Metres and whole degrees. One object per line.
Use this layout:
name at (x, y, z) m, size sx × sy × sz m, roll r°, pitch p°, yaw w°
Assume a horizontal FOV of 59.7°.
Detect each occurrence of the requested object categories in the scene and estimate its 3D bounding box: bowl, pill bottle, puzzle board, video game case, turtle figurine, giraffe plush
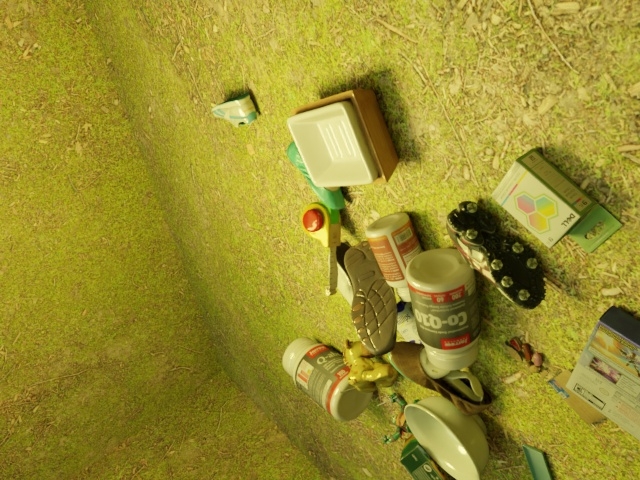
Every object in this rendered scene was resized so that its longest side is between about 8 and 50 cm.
bowl at (0.402, 0.574, 1.682) m, size 0.298 × 0.134 × 0.298 m, roll 43°, pitch 155°, yaw 25°
pill bottle at (0.311, 0.175, 1.383) m, size 0.161 × 0.161 × 0.283 m, roll 24°, pitch 139°, yaw 48°
puzzle board at (0.592, 0.357, 1.277) m, size 0.128 × 0.011 × 0.096 m, roll 49°, pitch 153°, yaw 18°
video game case at (0.635, 0.288, 1.071) m, size 0.269 × 0.061 × 0.244 m, roll 38°, pitch 149°, yaw 33°
pill bottle at (0.210, 0.045, 1.460) m, size 0.121 × 0.121 × 0.216 m, roll 2°, pitch 121°, yaw 59°
turtle figurine at (0.287, 0.632, 1.982) m, size 0.234 × 0.118 × 0.175 m, roll 136°, pitch 141°, yaw -61°
giraffe plush at (0.152, 0.429, 1.954) m, size 0.181 × 0.210 × 0.170 m, roll 98°, pitch 162°, yaw -57°
pill bottle at (0.019, 0.536, 2.213) m, size 0.363 × 0.210 × 0.210 m, roll 25°, pitch 139°, yaw 46°

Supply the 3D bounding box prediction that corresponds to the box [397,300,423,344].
box at (0.272, 0.229, 1.609) m, size 0.137 × 0.072 × 0.126 m, roll 53°, pitch 153°, yaw 9°

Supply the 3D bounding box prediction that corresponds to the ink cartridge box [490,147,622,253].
ink cartridge box at (0.431, -0.060, 1.038) m, size 0.209 × 0.062 × 0.109 m, roll 47°, pitch 151°, yaw 18°

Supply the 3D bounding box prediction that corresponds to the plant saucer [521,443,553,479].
plant saucer at (0.613, 0.646, 1.546) m, size 0.067 × 0.018 × 0.192 m, roll 7°, pitch 124°, yaw 57°

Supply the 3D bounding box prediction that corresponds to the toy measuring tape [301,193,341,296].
toy measuring tape at (0.000, 0.000, 1.702) m, size 0.121 × 0.121 × 0.330 m, roll 10°, pitch 102°, yaw 56°

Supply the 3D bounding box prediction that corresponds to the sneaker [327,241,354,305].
sneaker at (0.112, 0.149, 1.772) m, size 0.290 × 0.106 × 0.123 m, roll 63°, pitch 158°, yaw 13°

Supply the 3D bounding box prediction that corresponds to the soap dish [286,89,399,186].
soap dish at (0.056, -0.253, 1.401) m, size 0.291 × 0.118 × 0.229 m, roll 5°, pitch 123°, yaw 58°

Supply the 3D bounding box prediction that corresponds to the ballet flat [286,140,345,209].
ballet flat at (-0.005, -0.199, 1.610) m, size 0.247 × 0.083 × 0.087 m, roll 51°, pitch 139°, yaw 9°

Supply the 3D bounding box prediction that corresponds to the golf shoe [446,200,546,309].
golf shoe at (0.379, 0.036, 1.217) m, size 0.273 × 0.105 × 0.120 m, roll 54°, pitch 170°, yaw 19°

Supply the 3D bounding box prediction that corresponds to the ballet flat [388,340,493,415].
ballet flat at (0.344, 0.368, 1.520) m, size 0.342 × 0.116 × 0.124 m, roll 39°, pitch 141°, yaw -16°

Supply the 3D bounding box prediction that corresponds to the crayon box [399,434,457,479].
crayon box at (0.373, 0.765, 1.896) m, size 0.203 × 0.083 × 0.323 m, roll 51°, pitch -176°, yaw 13°

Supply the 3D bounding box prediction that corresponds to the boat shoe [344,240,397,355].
boat shoe at (0.162, 0.163, 1.562) m, size 0.130 × 0.132 × 0.355 m, roll 45°, pitch -149°, yaw -45°

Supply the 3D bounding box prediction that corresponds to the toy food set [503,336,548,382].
toy food set at (0.498, 0.278, 1.342) m, size 0.122 × 0.019 × 0.078 m, roll 52°, pitch 154°, yaw 28°

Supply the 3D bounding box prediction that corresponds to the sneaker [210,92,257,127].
sneaker at (-0.288, -0.418, 1.838) m, size 0.228 × 0.087 × 0.092 m, roll 12°, pitch 131°, yaw 57°
